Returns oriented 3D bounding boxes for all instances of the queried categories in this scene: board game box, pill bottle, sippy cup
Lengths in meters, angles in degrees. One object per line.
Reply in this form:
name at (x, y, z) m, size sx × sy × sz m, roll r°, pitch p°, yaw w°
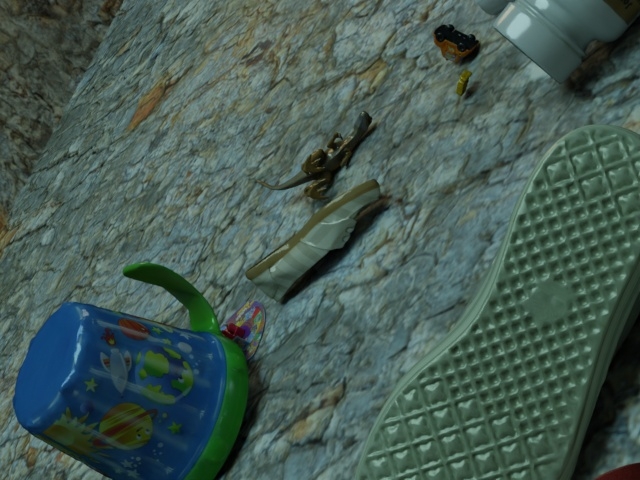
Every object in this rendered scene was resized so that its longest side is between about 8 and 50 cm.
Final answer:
board game box at (-0.141, 0.143, 1.810) m, size 0.169 × 0.033 × 0.133 m, roll -45°, pitch 26°, yaw 19°
pill bottle at (0.298, -0.288, 1.460) m, size 0.229 × 0.131 × 0.131 m, roll -49°, pitch 24°, yaw 11°
sippy cup at (-0.244, 0.188, 1.663) m, size 0.240 × 0.224 × 0.305 m, roll -50°, pitch 32°, yaw 22°

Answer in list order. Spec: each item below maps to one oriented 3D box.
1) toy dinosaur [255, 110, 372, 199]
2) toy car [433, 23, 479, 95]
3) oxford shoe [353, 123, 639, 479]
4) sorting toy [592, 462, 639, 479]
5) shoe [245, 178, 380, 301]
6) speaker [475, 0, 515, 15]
toy dinosaur at (-0.007, -0.097, 1.872) m, size 0.211 × 0.064 × 0.112 m, roll -32°, pitch 12°, yaw 22°
toy car at (0.164, -0.227, 1.721) m, size 0.122 × 0.060 × 0.040 m, roll -72°, pitch -3°, yaw -49°
oxford shoe at (0.173, 0.112, 1.180) m, size 0.449 × 0.169 × 0.130 m, roll -62°, pitch -17°, yaw 0°
sorting toy at (0.310, 0.158, 0.925) m, size 0.365 × 0.127 × 0.126 m, roll -44°, pitch 55°, yaw 15°
shoe at (0.000, 0.000, 1.727) m, size 0.219 × 0.058 × 0.076 m, roll -38°, pitch -3°, yaw 23°
speaker at (0.255, -0.338, 1.701) m, size 0.136 × 0.055 × 0.055 m, roll -32°, pitch 32°, yaw 41°
